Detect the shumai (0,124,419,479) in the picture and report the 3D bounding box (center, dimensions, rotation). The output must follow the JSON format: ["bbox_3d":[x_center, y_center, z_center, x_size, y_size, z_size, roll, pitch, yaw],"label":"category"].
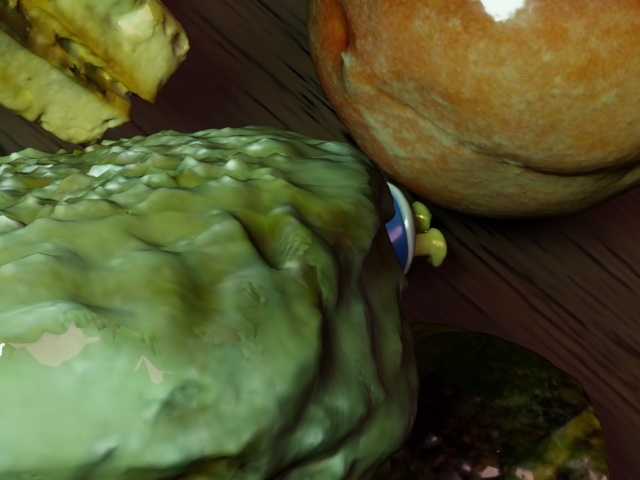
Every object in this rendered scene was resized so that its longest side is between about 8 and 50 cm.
[{"bbox_3d":[-0.111,0.127,0.674,0.324,0.397,0.323,-13,100,-12],"label":"shumai"}]

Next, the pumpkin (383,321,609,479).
[{"bbox_3d":[0.050,0.142,0.839,0.163,0.111,0.278,16,58,-13],"label":"pumpkin"}]

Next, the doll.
[{"bbox_3d":[0.000,0.000,0.922,0.143,0.058,0.099,-7,45,-29],"label":"doll"}]

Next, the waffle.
[{"bbox_3d":[-0.212,-0.181,0.756,0.327,0.098,0.224,40,7,-49],"label":"waffle"}]

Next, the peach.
[{"bbox_3d":[0.112,-0.129,0.933,0.252,0.252,0.252,12,59,-21],"label":"peach"}]
